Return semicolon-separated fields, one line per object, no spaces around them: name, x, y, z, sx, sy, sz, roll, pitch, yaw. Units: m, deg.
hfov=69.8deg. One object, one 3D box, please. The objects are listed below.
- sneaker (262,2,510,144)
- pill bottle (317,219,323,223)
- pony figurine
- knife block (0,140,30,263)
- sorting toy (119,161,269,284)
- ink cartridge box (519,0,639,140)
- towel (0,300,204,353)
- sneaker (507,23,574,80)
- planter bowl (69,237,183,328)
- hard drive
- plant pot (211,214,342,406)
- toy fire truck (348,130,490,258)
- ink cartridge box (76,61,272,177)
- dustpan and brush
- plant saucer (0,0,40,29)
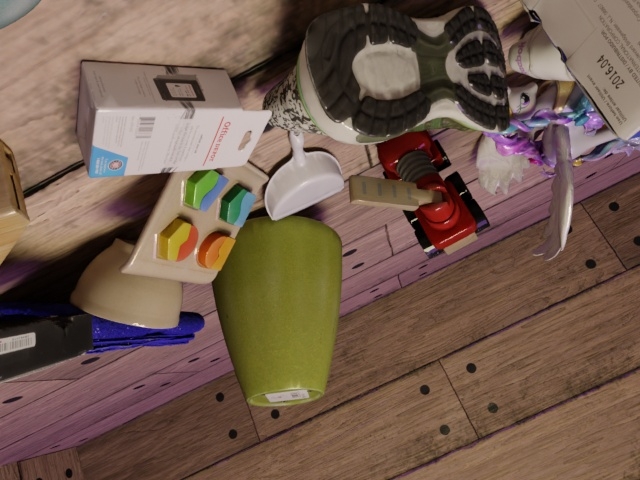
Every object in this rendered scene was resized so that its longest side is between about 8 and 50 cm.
sneaker;0.098;-0.199;0.589;0.410;0.158;0.182;-12;-171;-39
pill bottle;0.000;0.000;1.014;0.043;0.083;0.043;-23;162;-8
pony figurine;0.442;-0.192;0.849;0.363;0.303;0.351;-20;130;-4
knife block;-0.452;0.006;0.427;0.275;0.088;0.242;-36;160;31
sorting toy;-0.163;-0.028;0.655;0.208;0.038;0.193;-59;158;1
ink cartridge box;0.309;-0.273;0.360;0.151;0.270;0.395;-15;160;-18
towel;-0.387;0.157;0.824;0.227;0.076;0.308;-2;169;21
sneaker;0.390;-0.313;0.661;0.305;0.114;0.152;-33;-148;-30
planter bowl;-0.284;0.059;0.712;0.162;0.109;0.162;18;177;1
hard drive;-0.488;0.136;0.533;0.339;0.064;0.237;-4;176;-1
plant pot;-0.075;0.149;0.869;0.274;0.293;0.275;-5;149;-3
toy fire truck;0.143;-0.097;0.748;0.158;0.217;0.246;-30;151;15
ink cartridge box;-0.156;-0.127;0.493;0.180;0.060;0.104;-11;157;-36
dustpan and brush;-0.028;-0.112;0.731;0.147;0.060;0.211;-25;169;-8
plant saucer;-0.251;-0.180;0.260;0.195;0.037;0.195;-23;161;-8
